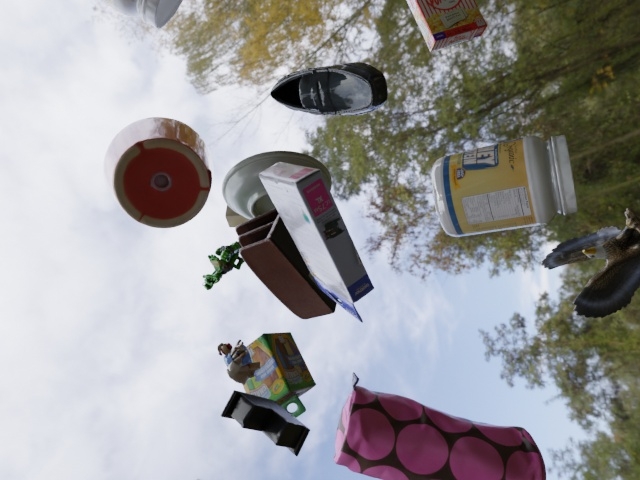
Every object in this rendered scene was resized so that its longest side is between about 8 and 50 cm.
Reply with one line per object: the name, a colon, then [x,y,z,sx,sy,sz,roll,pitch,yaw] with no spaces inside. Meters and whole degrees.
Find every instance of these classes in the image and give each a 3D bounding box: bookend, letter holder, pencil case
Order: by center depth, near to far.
pencil case: [0.124,0.222,0.463,0.098,0.210,0.095,-28,-49,-77]
bookend: [-0.137,0.458,1.055,0.156,0.157,0.072,37,-104,-44]
letter holder: [-0.111,0.080,1.200,0.301,0.215,0.152,52,-146,-28]

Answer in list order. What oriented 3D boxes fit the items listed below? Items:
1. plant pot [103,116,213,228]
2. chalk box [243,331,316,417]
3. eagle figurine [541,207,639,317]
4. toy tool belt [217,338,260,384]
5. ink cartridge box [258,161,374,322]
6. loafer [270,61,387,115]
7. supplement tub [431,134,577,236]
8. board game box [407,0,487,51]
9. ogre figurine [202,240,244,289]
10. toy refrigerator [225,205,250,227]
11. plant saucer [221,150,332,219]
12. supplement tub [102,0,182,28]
plant pot: [-0.376,-0.152,0.994,0.275,0.243,0.274,-6,-72,-20]
chalk box: [-0.155,0.499,1.511,0.179,0.180,0.288,19,-144,-58]
eagle figurine: [0.812,0.049,1.187,0.225,0.298,0.226,26,-128,7]
toy tool belt: [-0.134,0.196,0.708,0.083,0.051,0.052,51,-179,40]
ink cartridge box: [0.000,0.000,0.822,0.065,0.186,0.310,-32,-64,-17]
loafer: [0.006,-0.219,0.626,0.078,0.223,0.076,-29,-58,-28]
supplement tub: [0.301,-0.089,0.695,0.144,0.200,0.144,25,-120,-55]
board game box: [0.317,-0.597,1.081,0.045,0.147,0.193,103,146,-77]
ogre figurine: [-0.307,0.073,1.342,0.118,0.097,0.196,-49,-23,-52]
toy refrigerator: [-0.266,-0.120,1.830,0.094,0.270,0.102,86,-177,-55]
plant saucer: [-0.152,-0.155,1.519,0.401,0.401,0.100,27,-135,-45]
supplement tub: [-0.471,-0.665,0.932,0.332,0.241,0.240,30,-128,-17]
